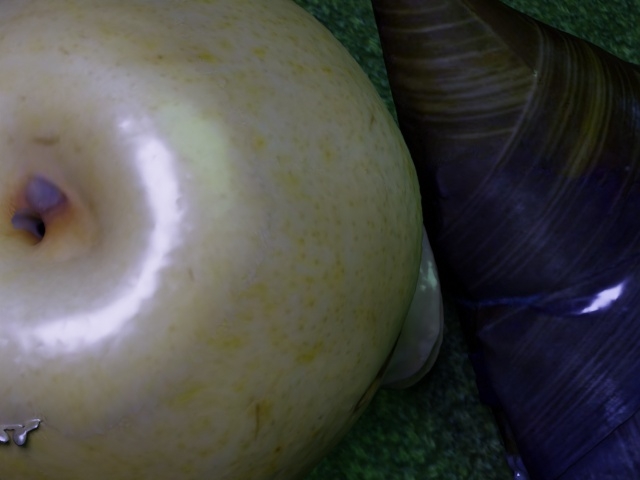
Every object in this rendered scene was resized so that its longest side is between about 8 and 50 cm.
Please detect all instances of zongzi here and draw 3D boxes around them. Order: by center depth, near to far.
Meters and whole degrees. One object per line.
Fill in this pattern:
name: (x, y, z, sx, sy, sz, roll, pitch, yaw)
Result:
zongzi: (0.165, -0.093, 1.281, 0.432, 0.208, 0.403, 60, 28, -24)

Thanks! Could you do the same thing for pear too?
pear: (-0.102, -0.001, 0.943, 0.309, 0.309, 0.309, 25, 43, -25)

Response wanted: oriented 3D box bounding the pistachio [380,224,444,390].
pistachio: (0.000, 0.000, 1.179, 0.206, 0.131, 0.129, 52, 12, 8)
